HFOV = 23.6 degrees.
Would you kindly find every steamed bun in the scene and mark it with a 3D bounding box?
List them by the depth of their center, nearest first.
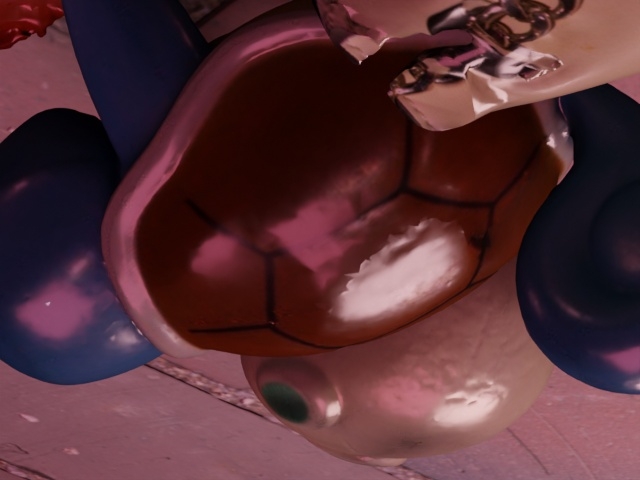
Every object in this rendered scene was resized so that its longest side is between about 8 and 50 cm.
[{"bbox_3d":[0.051,0.084,1.060,0.228,0.131,0.177,-9,148,24],"label":"steamed bun"}]

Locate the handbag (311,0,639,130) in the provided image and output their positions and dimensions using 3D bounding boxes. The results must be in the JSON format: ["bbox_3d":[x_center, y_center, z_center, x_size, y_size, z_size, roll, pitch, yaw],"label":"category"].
[{"bbox_3d":[0.175,-0.181,0.458,0.358,0.237,0.160,-13,143,38],"label":"handbag"}]

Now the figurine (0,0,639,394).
[{"bbox_3d":[0.013,-0.036,0.784,0.416,0.243,0.298,-1,157,23],"label":"figurine"}]

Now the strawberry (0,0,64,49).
[{"bbox_3d":[-0.224,-0.167,0.754,0.228,0.098,0.174,-9,135,-12],"label":"strawberry"}]
